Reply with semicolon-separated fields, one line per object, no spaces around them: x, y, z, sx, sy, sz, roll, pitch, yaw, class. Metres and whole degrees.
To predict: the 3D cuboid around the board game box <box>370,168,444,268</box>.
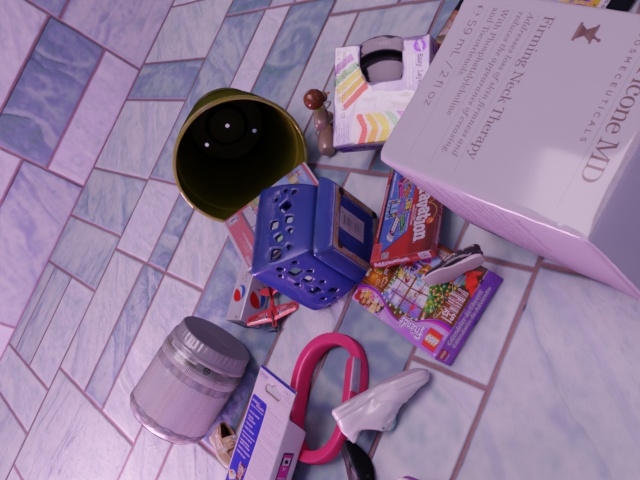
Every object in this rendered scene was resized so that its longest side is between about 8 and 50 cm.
0.198;-0.067;1.505;0.145;0.027;0.281;-12;44;31;board game box

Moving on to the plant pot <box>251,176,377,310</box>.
0.000;0.000;1.603;0.212;0.236;0.236;-18;54;35;plant pot

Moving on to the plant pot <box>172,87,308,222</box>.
-0.254;-0.286;2.011;0.366;0.366;0.353;-52;28;13;plant pot

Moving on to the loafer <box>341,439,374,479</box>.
0.074;0.470;1.357;0.061;0.062;0.170;-52;37;20;loafer

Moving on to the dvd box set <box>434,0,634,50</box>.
0.443;-0.473;1.520;0.307;0.062;0.420;-57;37;8;dvd box set

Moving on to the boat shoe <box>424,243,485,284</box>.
0.254;0.045;1.332;0.125;0.046;0.038;-30;45;27;boat shoe

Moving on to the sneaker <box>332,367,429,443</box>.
0.133;0.329;1.377;0.212;0.080;0.094;-31;82;13;sneaker

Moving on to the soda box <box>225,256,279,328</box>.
-0.181;0.123;1.857;0.069;0.074;0.216;-6;63;46;soda box

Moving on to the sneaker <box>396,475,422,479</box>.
0.210;0.501;1.127;0.152;0.114;0.305;-58;26;-15;sneaker

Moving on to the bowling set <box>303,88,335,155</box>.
0.047;-0.375;1.816;0.287;0.200;0.154;-29;47;30;bowling set

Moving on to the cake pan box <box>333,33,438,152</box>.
0.154;-0.350;1.652;0.246;0.070;0.267;0;84;22;cake pan box

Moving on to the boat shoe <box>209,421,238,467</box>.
-0.219;0.496;1.676;0.170;0.063;0.059;31;98;54;boat shoe

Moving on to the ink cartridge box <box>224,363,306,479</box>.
-0.127;0.478;1.523;0.176;0.069;0.371;21;96;58;ink cartridge box

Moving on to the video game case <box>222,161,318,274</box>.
-0.112;-0.062;1.847;0.285;0.025;0.204;-36;50;4;video game case

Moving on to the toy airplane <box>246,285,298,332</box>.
-0.126;0.168;1.785;0.151;0.028;0.151;-9;65;20;toy airplane

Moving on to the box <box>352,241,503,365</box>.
0.210;0.100;1.432;0.293;0.057;0.201;33;93;53;box

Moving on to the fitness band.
0.011;0.342;1.521;0.209;0.054;0.291;-17;55;46;fitness band

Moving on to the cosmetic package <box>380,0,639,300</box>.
0.388;-0.157;1.124;0.394;0.327;0.329;29;91;43;cosmetic package

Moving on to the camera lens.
-0.335;0.360;1.766;0.274;0.219;0.219;-57;37;7;camera lens
